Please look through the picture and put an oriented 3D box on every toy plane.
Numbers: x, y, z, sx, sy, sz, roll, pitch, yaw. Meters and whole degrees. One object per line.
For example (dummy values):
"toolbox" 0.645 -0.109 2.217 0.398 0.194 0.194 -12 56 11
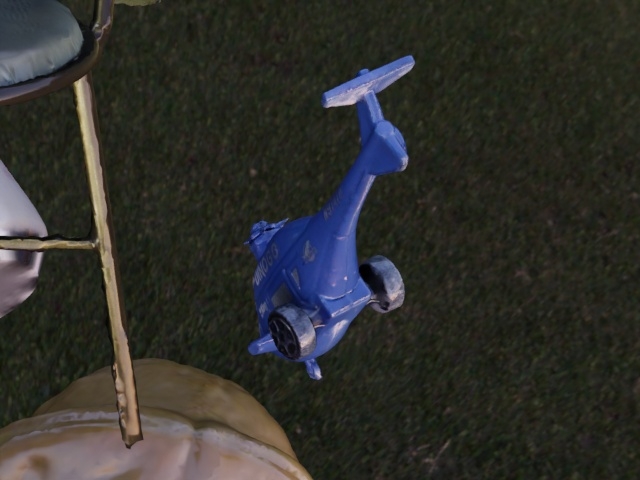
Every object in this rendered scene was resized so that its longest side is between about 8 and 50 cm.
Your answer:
"toy plane" 0.000 0.000 0.374 0.054 0.167 0.062 -26 70 -29

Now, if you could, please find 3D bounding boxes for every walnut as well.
"walnut" -0.165 0.282 0.850 0.383 0.383 0.384 7 63 -13

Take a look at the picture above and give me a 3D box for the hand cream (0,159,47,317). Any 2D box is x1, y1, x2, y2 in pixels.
"hand cream" -0.295 -0.105 0.614 0.118 0.185 0.359 -29 76 -22

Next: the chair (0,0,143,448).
"chair" -0.140 -0.070 0.337 0.159 0.326 0.170 20 26 26

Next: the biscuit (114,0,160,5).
"biscuit" -0.174 -0.270 0.660 0.099 0.322 0.038 1 62 18
